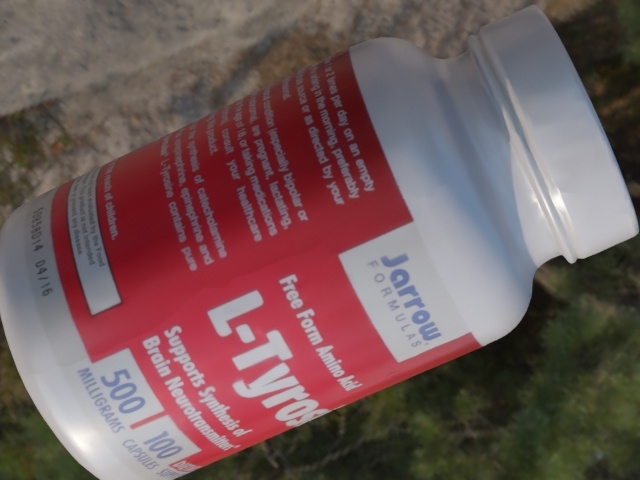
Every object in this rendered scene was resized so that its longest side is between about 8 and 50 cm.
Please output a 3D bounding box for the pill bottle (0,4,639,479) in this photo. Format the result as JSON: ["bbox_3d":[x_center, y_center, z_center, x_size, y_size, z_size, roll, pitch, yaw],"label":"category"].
[{"bbox_3d":[0.000,0.000,0.918,0.407,0.229,0.229,-25,144,9],"label":"pill bottle"}]
